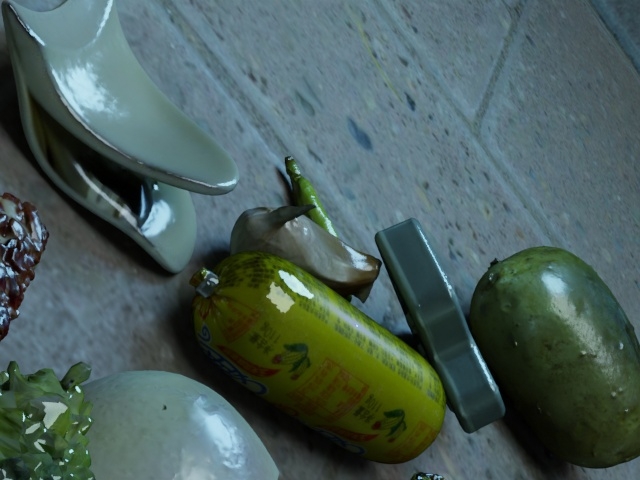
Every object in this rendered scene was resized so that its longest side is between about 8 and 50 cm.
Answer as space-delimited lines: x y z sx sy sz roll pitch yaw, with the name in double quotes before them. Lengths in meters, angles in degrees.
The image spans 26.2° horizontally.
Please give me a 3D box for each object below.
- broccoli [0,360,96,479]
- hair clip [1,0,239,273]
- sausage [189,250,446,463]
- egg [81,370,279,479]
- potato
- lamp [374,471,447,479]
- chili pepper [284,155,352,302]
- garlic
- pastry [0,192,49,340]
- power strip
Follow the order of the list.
"broccoli" -0.276 0.112 0.721 0.353 0.275 0.397 43 4 -26
"hair clip" -0.185 -0.105 1.264 0.282 0.113 0.172 48 30 -9
"sausage" 0.003 0.116 1.323 0.347 0.123 0.123 36 36 -36
"egg" -0.119 0.183 0.960 0.206 0.162 0.271 35 14 -17
"potato" 0.308 0.146 1.733 0.307 0.173 0.210 61 26 -1
"lamp" 0.073 0.300 1.186 0.223 0.197 0.223 23 11 -5
"chili pepper" 0.000 0.000 1.523 0.048 0.043 0.208 1 54 -29
"garlic" -0.027 0.006 1.358 0.198 0.128 0.091 50 40 -57
"pastry" -0.269 0.042 0.997 0.115 0.097 0.208 40 34 -13
"power strip" 0.134 0.111 1.477 0.265 0.059 0.194 64 0 -57
